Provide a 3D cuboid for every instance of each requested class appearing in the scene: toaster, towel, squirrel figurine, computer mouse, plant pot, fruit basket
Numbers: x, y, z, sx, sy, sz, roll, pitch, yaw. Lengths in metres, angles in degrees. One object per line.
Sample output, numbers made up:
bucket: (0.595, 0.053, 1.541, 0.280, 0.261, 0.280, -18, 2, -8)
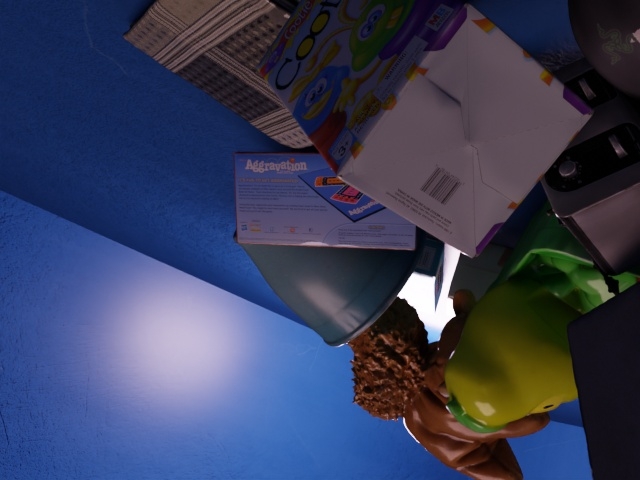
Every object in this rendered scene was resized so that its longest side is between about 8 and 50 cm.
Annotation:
toaster: (0.285, -0.067, 0.693, 0.110, 0.168, 0.186, -29, 139, 25)
towel: (-0.064, -0.226, 0.869, 0.312, 0.056, 0.324, 31, 164, -28)
squirrel figurine: (0.217, 0.241, 1.245, 0.397, 0.281, 0.370, 13, 157, 16)
computer mouse: (0.326, -0.150, 0.587, 0.272, 0.072, 0.188, 24, 165, -17)
plant pot: (0.000, 0.000, 1.204, 0.255, 0.271, 0.272, 39, 161, -12)
fruit basket: (0.334, 0.104, 0.914, 0.283, 0.392, 0.392, 18, 165, 7)

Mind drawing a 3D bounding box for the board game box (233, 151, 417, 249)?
board game box: (0.007, -0.062, 1.051, 0.281, 0.145, 0.027, 2, -166, 12)

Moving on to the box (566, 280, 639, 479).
box: (0.535, 0.134, 0.507, 0.472, 0.297, 0.480, 4, 154, -13)

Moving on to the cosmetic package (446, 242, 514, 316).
cosmetic package: (0.396, 0.107, 1.293, 0.296, 0.129, 0.153, 16, 163, 13)

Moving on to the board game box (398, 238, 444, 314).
board game box: (0.141, 0.059, 1.530, 0.254, 0.079, 0.336, 15, 165, 14)

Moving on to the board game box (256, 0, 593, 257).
board game box: (0.066, -0.133, 0.590, 0.144, 0.142, 0.275, 28, -163, -30)
